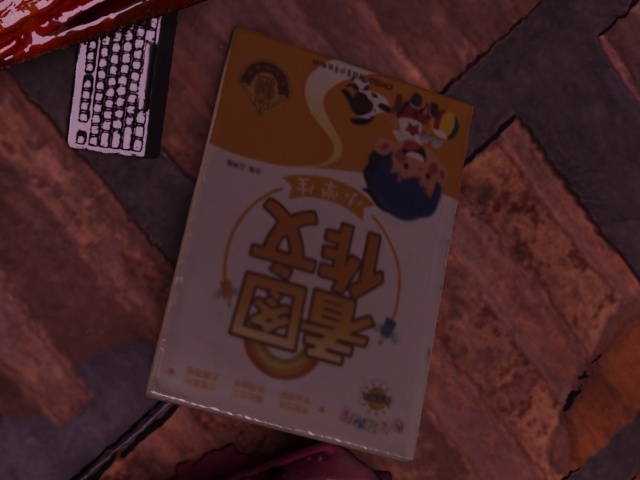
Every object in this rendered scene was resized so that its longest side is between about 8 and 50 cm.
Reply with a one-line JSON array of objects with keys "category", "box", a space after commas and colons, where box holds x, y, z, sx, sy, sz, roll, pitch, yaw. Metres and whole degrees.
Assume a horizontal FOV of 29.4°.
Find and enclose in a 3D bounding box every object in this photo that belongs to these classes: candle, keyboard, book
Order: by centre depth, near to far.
[{"category": "candle", "box": [-0.210, -0.159, 0.874, 0.301, 0.059, 0.084, -26, 89, -4]}, {"category": "keyboard", "box": [-0.144, -0.162, 0.923, 0.074, 0.015, 0.197, 8, 94, -15]}, {"category": "book", "box": [0.000, 0.000, 0.924, 0.207, 0.020, 0.296, 16, 72, -16]}]

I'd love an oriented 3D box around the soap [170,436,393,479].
[{"category": "soap", "box": [-0.077, 0.283, 0.933, 0.324, 0.127, 0.220, -19, 102, -12]}]
